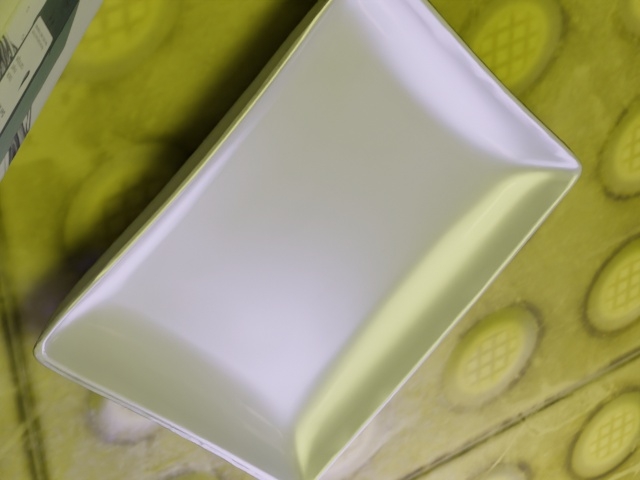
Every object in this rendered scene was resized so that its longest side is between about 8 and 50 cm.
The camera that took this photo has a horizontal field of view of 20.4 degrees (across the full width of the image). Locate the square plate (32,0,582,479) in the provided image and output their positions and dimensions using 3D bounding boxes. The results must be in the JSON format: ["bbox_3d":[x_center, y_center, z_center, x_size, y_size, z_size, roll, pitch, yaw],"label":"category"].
[{"bbox_3d":[0.000,0.000,1.272,0.347,0.049,0.344,-50,140,3],"label":"square plate"}]

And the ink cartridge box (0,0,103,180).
[{"bbox_3d":[-0.217,-0.118,0.763,0.121,0.211,0.289,102,14,-71],"label":"ink cartridge box"}]
